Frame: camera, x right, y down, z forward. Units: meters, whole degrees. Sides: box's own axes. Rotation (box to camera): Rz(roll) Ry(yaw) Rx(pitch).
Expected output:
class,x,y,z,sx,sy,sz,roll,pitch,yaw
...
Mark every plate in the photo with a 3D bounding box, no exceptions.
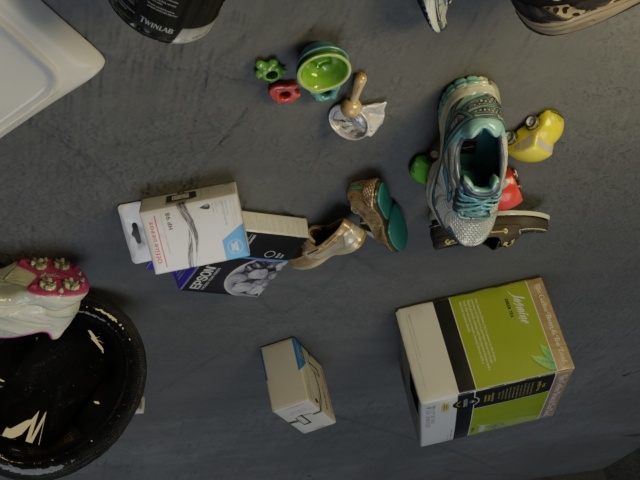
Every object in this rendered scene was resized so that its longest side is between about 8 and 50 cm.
class,x,y,z,sx,sy,sz,roll,pitch,yaw
plate,-0.413,-0.179,0.888,0.277,0.045,0.278,-31,148,9

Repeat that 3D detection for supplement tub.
class,x,y,z,sx,sy,sz,roll,pitch,yaw
supplement tub,-0.124,-0.290,0.793,0.117,0.116,0.190,6,145,-30

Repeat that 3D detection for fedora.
class,x,y,z,sx,sy,sz,roll,pitch,yaw
fedora,-0.474,0.239,1.451,0.334,0.333,0.152,3,178,-26

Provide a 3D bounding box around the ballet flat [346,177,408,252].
class,x,y,z,sx,sy,sz,roll,pitch,yaw
ballet flat,0.090,-0.043,1.367,0.067,0.073,0.206,7,154,22

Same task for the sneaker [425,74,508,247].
class,x,y,z,sx,sy,sz,roll,pitch,yaw
sneaker,0.212,-0.085,1.198,0.110,0.122,0.283,-8,131,1

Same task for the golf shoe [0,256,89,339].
class,x,y,z,sx,sy,sz,roll,pitch,yaw
golf shoe,-0.515,0.097,1.274,0.306,0.115,0.140,6,125,-28

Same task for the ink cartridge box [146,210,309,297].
class,x,y,z,sx,sy,sz,roll,pitch,yaw
ink cartridge box,-0.156,0.022,1.385,0.208,0.045,0.206,8,144,-29

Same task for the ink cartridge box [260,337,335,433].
class,x,y,z,sx,sy,sz,roll,pitch,yaw
ink cartridge box,-0.048,0.320,1.831,0.086,0.148,0.203,-21,150,9

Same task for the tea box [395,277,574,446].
class,x,y,z,sx,sy,sz,roll,pitch,yaw
tea box,0.348,0.276,1.841,0.324,0.219,0.329,-12,151,-1

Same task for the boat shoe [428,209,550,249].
class,x,y,z,sx,sy,sz,roll,pitch,yaw
boat shoe,0.294,-0.017,1.451,0.228,0.068,0.081,0,172,-17

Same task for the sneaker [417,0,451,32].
class,x,y,z,sx,sy,sz,roll,pitch,yaw
sneaker,0.139,-0.292,0.961,0.058,0.052,0.135,-21,150,6

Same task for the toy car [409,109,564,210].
class,x,y,z,sx,sy,sz,roll,pitch,yaw
toy car,0.251,-0.107,1.316,0.225,0.053,0.239,-5,149,-14

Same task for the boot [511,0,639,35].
class,x,y,z,sx,sy,sz,roll,pitch,yaw
boot,0.326,-0.344,0.800,0.378,0.138,0.284,-21,168,27

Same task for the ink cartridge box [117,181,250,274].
class,x,y,z,sx,sy,sz,roll,pitch,yaw
ink cartridge box,-0.203,-0.015,1.241,0.180,0.060,0.104,-12,114,-3

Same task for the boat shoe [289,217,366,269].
class,x,y,z,sx,sy,sz,roll,pitch,yaw
boat shoe,0.000,0.000,1.399,0.170,0.063,0.059,-23,122,41

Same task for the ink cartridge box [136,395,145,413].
class,x,y,z,sx,sy,sz,roll,pitch,yaw
ink cartridge box,-0.500,0.365,1.858,0.179,0.045,0.145,-14,157,40

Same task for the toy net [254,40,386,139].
class,x,y,z,sx,sy,sz,roll,pitch,yaw
toy net,0.013,-0.180,1.106,0.122,0.045,0.232,-24,149,18
